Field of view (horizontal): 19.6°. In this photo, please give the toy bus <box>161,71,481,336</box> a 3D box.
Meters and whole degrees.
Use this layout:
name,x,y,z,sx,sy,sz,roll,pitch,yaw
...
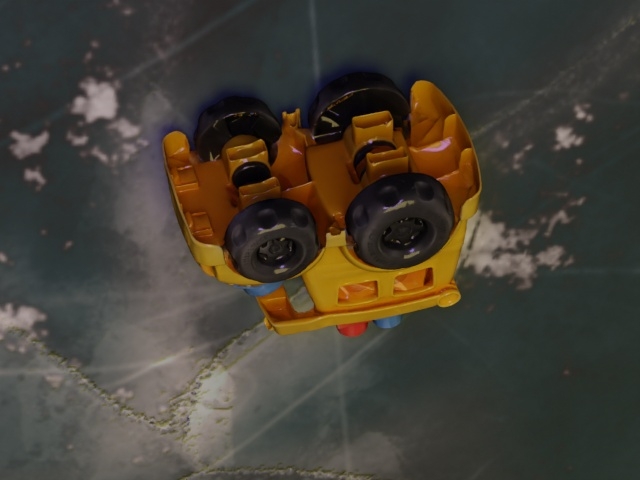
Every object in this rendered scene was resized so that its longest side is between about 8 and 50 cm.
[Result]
name,x,y,z,sx,sy,sz,roll,pitch,yaw
toy bus,0.000,0.000,1.403,0.220,0.149,0.211,-10,138,-10
